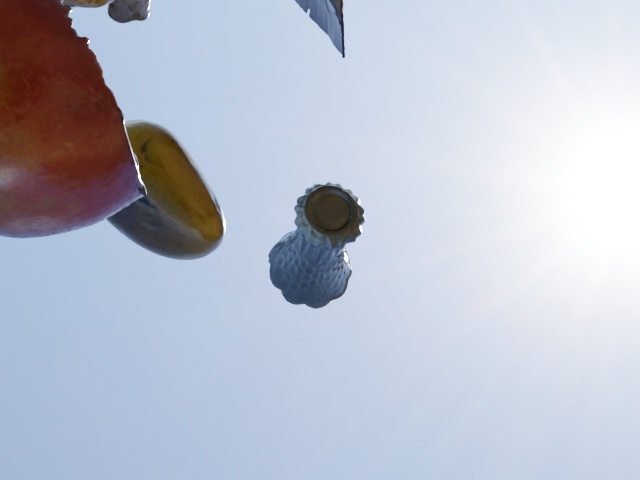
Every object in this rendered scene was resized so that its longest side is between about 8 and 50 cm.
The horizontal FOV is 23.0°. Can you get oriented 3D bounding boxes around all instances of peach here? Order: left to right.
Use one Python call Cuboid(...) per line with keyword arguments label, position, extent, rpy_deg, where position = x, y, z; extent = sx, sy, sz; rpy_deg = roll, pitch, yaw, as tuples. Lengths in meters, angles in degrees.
Cuboid(label="peach", position=(-0.224, -0.104, 1.186), extent=(0.226, 0.190, 0.196), rpy_deg=(18, -154, 9))

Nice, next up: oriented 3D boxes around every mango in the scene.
Cuboid(label="mango", position=(-0.184, -0.053, 1.771), extent=(0.195, 0.137, 0.098), rpy_deg=(38, -141, 30))

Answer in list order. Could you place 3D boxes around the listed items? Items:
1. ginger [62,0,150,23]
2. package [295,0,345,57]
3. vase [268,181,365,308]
Cuboid(label="ginger", position=(-0.258, -0.250, 1.492), extent=(0.089, 0.075, 0.288), rpy_deg=(40, -158, 25))
Cuboid(label="package", position=(-0.018, -0.369, 1.892), extent=(0.062, 0.251, 0.204), rpy_deg=(-20, -144, -6))
Cuboid(label="vase", position=(0.000, 0.000, 1.415), extent=(0.081, 0.149, 0.081), rpy_deg=(3, -111, -8))
